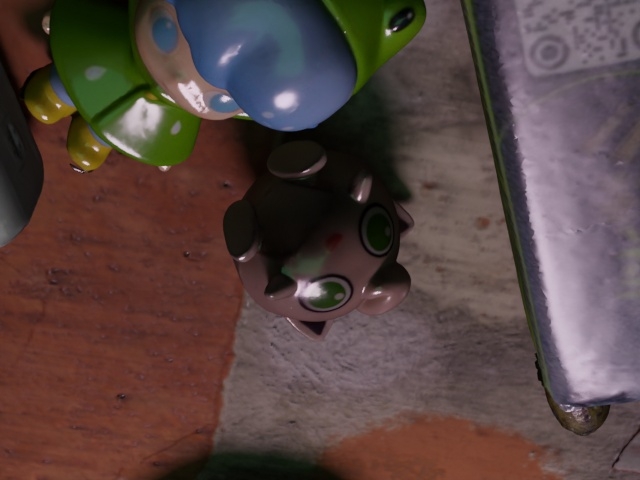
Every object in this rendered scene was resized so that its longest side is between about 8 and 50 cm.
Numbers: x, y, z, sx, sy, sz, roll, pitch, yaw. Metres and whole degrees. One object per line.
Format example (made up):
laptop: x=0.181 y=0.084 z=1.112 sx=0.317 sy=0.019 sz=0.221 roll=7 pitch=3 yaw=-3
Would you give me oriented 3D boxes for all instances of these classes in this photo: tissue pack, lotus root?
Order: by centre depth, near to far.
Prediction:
tissue pack: x=0.252 y=-0.079 z=0.662 sx=0.288 sy=0.124 sz=0.394 roll=-13 pitch=126 yaw=10
lotus root: x=0.214 y=0.126 z=0.851 sx=0.049 sy=0.054 sz=0.099 roll=-2 pitch=128 yaw=27

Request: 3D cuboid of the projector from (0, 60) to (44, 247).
projector: x=-0.332 y=-0.083 z=0.659 sx=0.250 sy=0.108 sz=0.198 roll=-10 pitch=126 yaw=8

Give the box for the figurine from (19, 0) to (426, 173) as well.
figurine: x=-0.071 y=-0.123 z=0.624 sx=0.263 sy=0.143 sz=0.162 roll=-20 pitch=118 yaw=33

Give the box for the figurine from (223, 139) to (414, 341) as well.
figurine: x=0.000 y=0.000 z=0.715 sx=0.125 sy=0.125 sz=0.138 roll=-29 pitch=135 yaw=18
